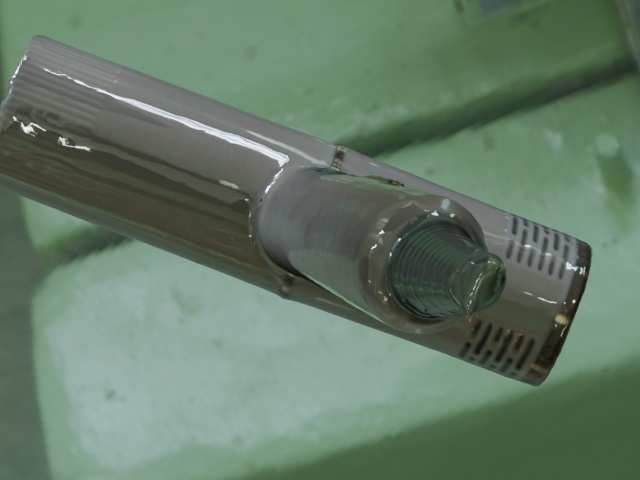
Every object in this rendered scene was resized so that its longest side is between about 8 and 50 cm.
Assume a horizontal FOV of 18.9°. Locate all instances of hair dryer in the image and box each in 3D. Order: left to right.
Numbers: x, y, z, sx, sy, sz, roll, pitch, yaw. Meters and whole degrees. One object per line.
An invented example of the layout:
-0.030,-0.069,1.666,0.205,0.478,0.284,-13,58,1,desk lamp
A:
-0.011,-0.004,0.536,0.195,0.220,0.054,20,93,-1,hair dryer
